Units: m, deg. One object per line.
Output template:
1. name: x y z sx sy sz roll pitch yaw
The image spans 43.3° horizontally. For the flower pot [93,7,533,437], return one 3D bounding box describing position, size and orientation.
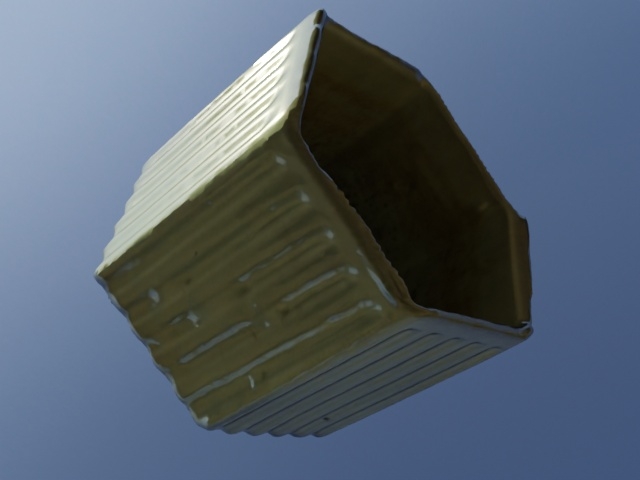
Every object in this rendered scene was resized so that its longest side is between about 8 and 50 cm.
1. flower pot: 0.000 0.000 0.533 0.190 0.209 0.239 -32 -89 32
